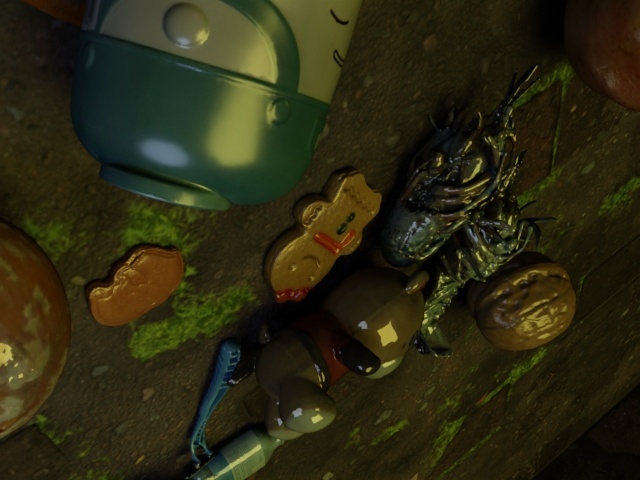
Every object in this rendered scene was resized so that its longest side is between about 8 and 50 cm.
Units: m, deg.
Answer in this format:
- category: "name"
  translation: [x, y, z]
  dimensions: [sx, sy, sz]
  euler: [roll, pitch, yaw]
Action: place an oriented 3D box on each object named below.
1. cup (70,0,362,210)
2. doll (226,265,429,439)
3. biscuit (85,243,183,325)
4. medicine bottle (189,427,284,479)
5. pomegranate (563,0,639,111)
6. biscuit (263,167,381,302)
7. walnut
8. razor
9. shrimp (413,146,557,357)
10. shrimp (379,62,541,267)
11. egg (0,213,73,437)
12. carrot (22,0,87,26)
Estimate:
- category: "cup"
  translation: [-0.086, -0.171, 0.634]
  dimensions: [0.289, 0.219, 0.257]
  euler: [-75, -179, -81]
- category: "doll"
  translation: [0.024, 0.158, 1.099]
  dimensions: [0.330, 0.174, 0.235]
  euler: [-32, 168, -32]
- category: "biscuit"
  translation: [-0.226, 0.055, 0.881]
  dimensions: [0.130, 0.019, 0.102]
  euler: [-37, 144, -15]
- category: "medicine bottle"
  translation: [-0.131, 0.376, 1.247]
  dimensions: [0.209, 0.054, 0.090]
  euler: [-29, 139, -25]
- category: "pomegranate"
  translation: [0.531, -0.314, 1.035]
  dimensions: [0.338, 0.338, 0.338]
  euler: [-27, 139, -26]
- category: "biscuit"
  translation: [0.000, 0.000, 1.044]
  dimensions: [0.225, 0.036, 0.166]
  euler: [-48, 145, 1]
- category: "walnut"
  translation: [0.404, 0.119, 1.423]
  dimensions: [0.213, 0.213, 0.213]
  euler: [-27, 139, -26]
- category: "razor"
  translation: [-0.169, 0.261, 1.111]
  dimensions: [0.082, 0.042, 0.253]
  euler: [-28, 143, -56]
- category: "shrimp"
  translation: [0.270, 0.034, 1.258]
  dimensions: [0.221, 0.166, 0.410]
  euler: [-4, 138, -46]
- category: "shrimp"
  translation: [0.216, -0.091, 1.063]
  dimensions: [0.137, 0.172, 0.372]
  euler: [0, 130, -39]
- category: "egg"
  translation: [-0.329, 0.079, 0.658]
  dimensions: [0.195, 0.195, 0.233]
  euler: [-12, 135, -38]
- category: "carrot"
  translation: [-0.204, -0.209, 0.642]
  dimensions: [0.048, 0.048, 0.216]
  euler: [-55, 148, 11]
